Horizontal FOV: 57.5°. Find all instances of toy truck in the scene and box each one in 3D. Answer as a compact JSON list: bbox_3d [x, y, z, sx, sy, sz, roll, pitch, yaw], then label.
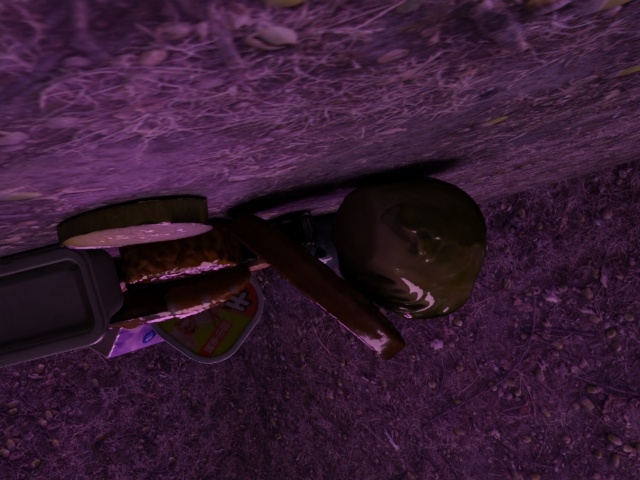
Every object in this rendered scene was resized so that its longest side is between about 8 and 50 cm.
[{"bbox_3d":[-0.124,0.000,1.413,0.258,0.089,0.121,-14,175,30],"label":"toy truck"}]

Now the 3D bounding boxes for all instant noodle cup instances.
[{"bbox_3d":[-0.326,0.174,1.616,0.293,0.294,0.308,-13,180,-16],"label":"instant noodle cup"}]

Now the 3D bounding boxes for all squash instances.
[{"bbox_3d":[-0.271,-0.024,0.854,0.219,0.041,0.219,-9,175,-1],"label":"squash"}]

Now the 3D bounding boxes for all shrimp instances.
[{"bbox_3d":[-0.376,0.117,1.309,0.444,0.085,0.272,-15,-165,-13],"label":"shrimp"}]

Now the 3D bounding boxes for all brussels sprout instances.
[{"bbox_3d":[0.171,0.007,1.155,0.354,0.282,0.289,17,-174,-46],"label":"brussels sprout"}]

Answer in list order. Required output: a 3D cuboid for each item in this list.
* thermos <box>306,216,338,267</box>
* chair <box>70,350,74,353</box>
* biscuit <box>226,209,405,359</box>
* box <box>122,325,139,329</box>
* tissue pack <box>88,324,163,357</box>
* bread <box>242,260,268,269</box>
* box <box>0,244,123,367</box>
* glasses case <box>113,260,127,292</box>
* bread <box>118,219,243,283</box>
[{"bbox_3d":[0.000,0.000,1.613,0.182,0.145,0.286,22,-167,27],"label":"thermos"},{"bbox_3d":[-0.622,0.179,1.626,0.274,0.191,0.203,-43,-171,-22],"label":"chair"},{"bbox_3d":[-0.008,0.077,1.118,0.070,0.394,0.350,-51,-172,-5],"label":"biscuit"},{"bbox_3d":[-0.504,0.187,1.565,0.105,0.106,0.037,-11,-144,-45],"label":"box"},{"bbox_3d":[-0.641,0.241,1.899,0.242,0.160,0.338,29,-166,19],"label":"tissue pack"},{"bbox_3d":[-0.195,0.038,1.649,0.147,0.098,0.217,-16,178,-28],"label":"bread"},{"bbox_3d":[-0.516,0.111,1.043,0.311,0.176,0.182,-14,-175,1],"label":"box"},{"bbox_3d":[-0.525,0.100,1.399,0.122,0.082,0.321,-24,174,3],"label":"glasses case"},{"bbox_3d":[-0.276,0.027,1.174,0.222,0.096,0.181,-13,175,3],"label":"bread"}]
